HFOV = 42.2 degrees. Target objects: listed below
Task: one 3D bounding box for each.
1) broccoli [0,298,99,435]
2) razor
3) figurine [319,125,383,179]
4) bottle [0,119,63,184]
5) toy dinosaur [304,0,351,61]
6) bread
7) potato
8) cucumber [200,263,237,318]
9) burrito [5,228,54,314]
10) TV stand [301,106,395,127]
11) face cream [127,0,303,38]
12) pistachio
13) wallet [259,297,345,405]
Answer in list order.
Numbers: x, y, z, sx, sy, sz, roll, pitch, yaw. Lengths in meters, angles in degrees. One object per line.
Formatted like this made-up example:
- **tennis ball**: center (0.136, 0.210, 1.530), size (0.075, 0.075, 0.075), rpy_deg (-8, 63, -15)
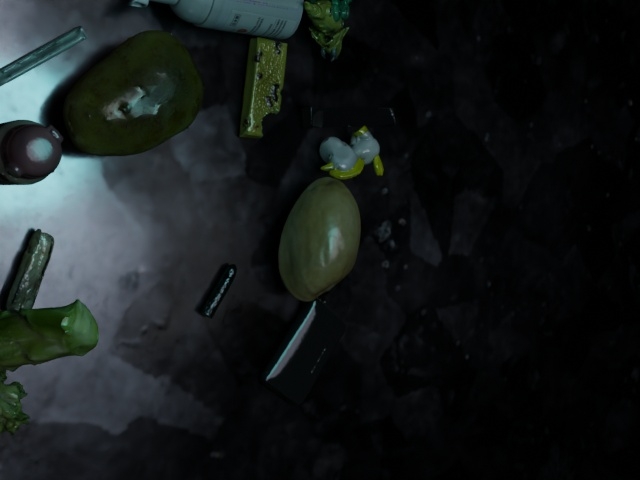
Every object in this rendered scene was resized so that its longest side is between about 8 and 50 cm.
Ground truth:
- **broccoli**: center (-0.594, 0.136, 1.398), size (0.353, 0.397, 0.275), rpy_deg (25, 54, -29)
- **razor**: center (-0.564, -0.334, 1.582), size (0.278, 0.056, 0.111), rpy_deg (-43, 117, -33)
- **figurine**: center (0.067, -0.200, 1.977), size (0.178, 0.109, 0.130), rpy_deg (-15, 57, -36)
- **bottle**: center (-0.538, -0.156, 1.482), size (0.120, 0.253, 0.120), rpy_deg (-3, 95, -34)
- **toy dinosaur**: center (0.008, -0.520, 1.891), size (0.259, 0.094, 0.153), rpy_deg (33, 63, -71)
- **bread**: center (-0.129, -0.341, 1.877), size (0.088, 0.049, 0.226), rpy_deg (5, 91, -35)
- **potato**: center (-0.368, -0.280, 1.643), size (0.307, 0.173, 0.210), rpy_deg (-39, 116, -24)
- **cucumber**: center (-0.223, 0.110, 1.854), size (0.032, 0.032, 0.133), rpy_deg (37, 71, -31)
- **burrito**: center (-0.562, 0.071, 1.606), size (0.058, 0.045, 0.188), rpy_deg (26, 77, -44)
- **TV stand**: center (0.073, -0.300, 2.024), size (0.256, 0.040, 0.049), rpy_deg (-5, 96, -34)
- **face cream**: center (-0.224, -0.517, 1.740), size (0.369, 0.145, 0.145), rpy_deg (0, 93, -36)
- **pistachio**: center (0.000, 0.000, 1.925), size (0.181, 0.162, 0.293), rpy_deg (14, 86, -1)
- **wallet**: center (-0.034, 0.264, 1.989), size (0.149, 0.044, 0.250), rpy_deg (45, 68, -32)
